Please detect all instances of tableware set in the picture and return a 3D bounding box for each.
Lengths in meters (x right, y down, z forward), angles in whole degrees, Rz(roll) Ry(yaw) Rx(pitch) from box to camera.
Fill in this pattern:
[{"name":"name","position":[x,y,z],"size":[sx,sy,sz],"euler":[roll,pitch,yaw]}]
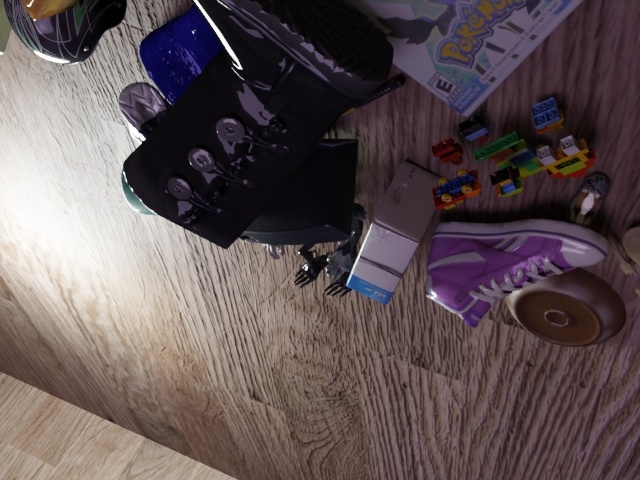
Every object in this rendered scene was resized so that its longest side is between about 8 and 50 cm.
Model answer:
[{"name":"tableware set","position":[0.497,0.045,1.050],"size":[0.194,0.039,0.128],"euler":[53,153,-19]}]

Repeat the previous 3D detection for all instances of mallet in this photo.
[{"name":"mallet","position":[0.049,-0.201,1.102],"size":[0.189,0.062,0.039],"euler":[-24,115,35]}]

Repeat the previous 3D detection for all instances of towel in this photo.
[{"name":"towel","position":[-0.130,-0.254,1.132],"size":[0.308,0.076,0.228],"euler":[-13,127,47]}]

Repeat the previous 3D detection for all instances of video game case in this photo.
[{"name":"video game case","position":[0.143,-0.325,0.861],"size":[0.300,0.036,0.329],"euler":[35,146,-5]}]

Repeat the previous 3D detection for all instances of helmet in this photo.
[{"name":"helmet","position":[-0.392,-0.357,1.130],"size":[0.169,0.162,0.169],"euler":[21,145,16]}]

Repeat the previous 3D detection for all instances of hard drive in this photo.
[{"name":"hard drive","position":[-0.053,-0.080,1.212],"size":[0.254,0.172,0.054],"euler":[0,172,43]}]

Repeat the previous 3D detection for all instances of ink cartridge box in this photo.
[{"name":"ink cartridge box","position":[0.118,-0.009,1.187],"size":[0.082,0.140,0.191],"euler":[27,146,5]}]

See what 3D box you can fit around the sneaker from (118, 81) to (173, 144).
[{"name":"sneaker","position":[-0.264,-0.169,1.300],"size":[0.235,0.094,0.153],"euler":[53,-179,-20]}]

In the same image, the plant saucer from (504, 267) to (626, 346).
[{"name":"plant saucer","position":[0.391,0.116,1.225],"size":[0.198,0.036,0.199],"euler":[21,146,15]}]

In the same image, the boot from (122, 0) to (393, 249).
[{"name":"boot","position":[-0.164,-0.213,1.032],"size":[0.367,0.146,0.445],"euler":[43,140,-7]}]

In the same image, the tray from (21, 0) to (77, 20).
[{"name":"tray","position":[-0.419,-0.509,0.933],"size":[0.202,0.076,0.411],"euler":[-24,99,51]}]

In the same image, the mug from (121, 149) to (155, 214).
[{"name":"mug","position":[-0.280,-0.116,1.398],"size":[0.097,0.157,0.130],"euler":[1,111,34]}]

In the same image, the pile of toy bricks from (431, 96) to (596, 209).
[{"name":"pile of toy bricks","position":[0.258,-0.106,1.010],"size":[0.212,0.118,0.105],"euler":[-23,149,33]}]

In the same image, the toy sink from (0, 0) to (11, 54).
[{"name":"toy sink","position":[-0.563,-0.414,1.200],"size":[0.152,0.234,0.131],"euler":[-4,162,40]}]

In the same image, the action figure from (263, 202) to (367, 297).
[{"name":"action figure","position":[0.000,0.000,1.297],"size":[0.164,0.141,0.276],"euler":[24,148,22]}]

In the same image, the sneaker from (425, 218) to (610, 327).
[{"name":"sneaker","position":[0.281,0.057,1.110],"size":[0.282,0.161,0.102],"euler":[-3,155,45]}]

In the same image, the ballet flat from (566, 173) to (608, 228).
[{"name":"ballet flat","position":[0.364,-0.044,1.039],"size":[0.041,0.041,0.114],"euler":[22,145,14]}]
